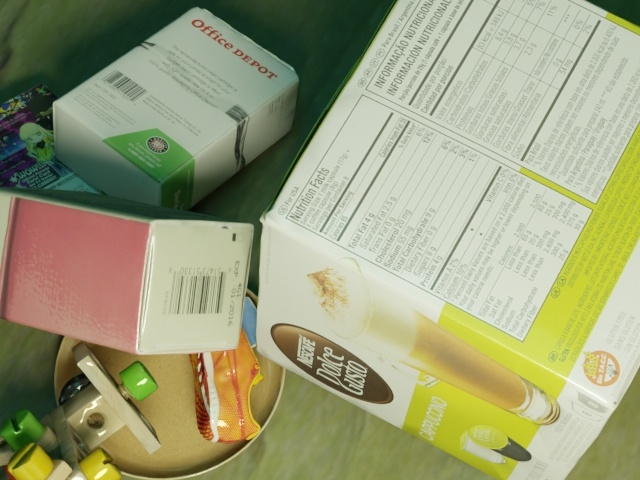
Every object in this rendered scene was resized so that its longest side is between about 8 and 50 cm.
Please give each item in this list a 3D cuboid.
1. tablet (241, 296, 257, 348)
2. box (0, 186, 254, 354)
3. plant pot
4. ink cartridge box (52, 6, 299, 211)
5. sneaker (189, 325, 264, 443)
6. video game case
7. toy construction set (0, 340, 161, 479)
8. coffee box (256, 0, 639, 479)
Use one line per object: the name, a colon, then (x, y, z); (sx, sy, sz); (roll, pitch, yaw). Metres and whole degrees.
tablet: (-0.096, 0.097, 1.666); (0.083, 0.006, 0.054); (-29, 64, -11)
box: (-0.202, 0.026, 1.575); (0.232, 0.148, 0.127); (10, 96, 37)
plant pot: (-0.152, 0.137, 1.671); (0.236, 0.032, 0.236); (-2, 62, 4)
ink cartridge box: (-0.152, -0.133, 1.756); (0.160, 0.093, 0.219); (37, 55, 21)
sneaker: (-0.093, 0.117, 1.627); (0.067, 0.064, 0.175); (2, 72, -23)
video game case: (-0.327, -0.048, 1.747); (0.232, 0.042, 0.210); (-33, 64, -30)
toy construction set: (-0.217, 0.240, 1.509); (0.237, 0.257, 0.309); (-35, 87, -10)
coffee box: (0.159, -0.011, 1.528); (0.334, 0.338, 0.338); (27, 68, 8)
